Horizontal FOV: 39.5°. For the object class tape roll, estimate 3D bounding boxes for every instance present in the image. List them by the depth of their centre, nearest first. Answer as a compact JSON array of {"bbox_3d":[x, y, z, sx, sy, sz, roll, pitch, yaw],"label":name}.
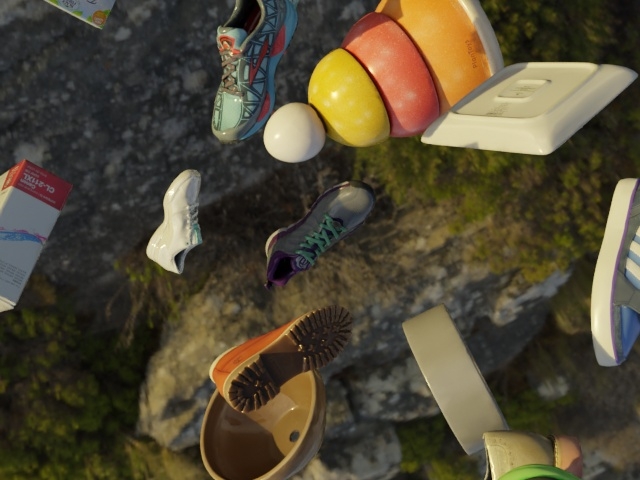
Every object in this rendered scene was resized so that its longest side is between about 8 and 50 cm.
[{"bbox_3d":[0.203,0.205,1.326,0.072,0.219,0.219,-27,144,7],"label":"tape roll"}]

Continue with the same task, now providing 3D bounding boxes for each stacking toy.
[{"bbox_3d":[0.094,-0.310,1.792,0.480,0.350,0.350,-29,146,-11],"label":"stacking toy"}]

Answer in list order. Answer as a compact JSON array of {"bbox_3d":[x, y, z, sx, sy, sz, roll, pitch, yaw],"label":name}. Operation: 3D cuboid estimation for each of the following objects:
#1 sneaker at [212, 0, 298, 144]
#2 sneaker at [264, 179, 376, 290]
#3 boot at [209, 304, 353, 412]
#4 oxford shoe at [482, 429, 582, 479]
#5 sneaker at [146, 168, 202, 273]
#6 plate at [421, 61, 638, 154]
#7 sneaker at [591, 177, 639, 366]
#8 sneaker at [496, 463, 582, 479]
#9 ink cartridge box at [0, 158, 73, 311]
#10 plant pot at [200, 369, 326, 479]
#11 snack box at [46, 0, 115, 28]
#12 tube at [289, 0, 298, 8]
[{"bbox_3d":[-0.129,-0.279,1.373,0.104,0.261,0.125,7,167,32],"label":"sneaker"},{"bbox_3d":[0.000,0.000,1.360,0.083,0.098,0.224,35,128,-23],"label":"sneaker"},{"bbox_3d":[-0.043,0.111,0.923,0.158,0.085,0.059,-30,109,-20],"label":"boot"},{"bbox_3d":[0.243,0.444,1.236,0.147,0.140,0.396,12,96,0],"label":"oxford shoe"},{"bbox_3d":[-0.261,-0.034,1.736,0.080,0.094,0.212,-16,135,-55],"label":"sneaker"},{"bbox_3d":[0.349,-0.240,1.522,0.278,0.277,0.045,-38,122,-29],"label":"plate"},{"bbox_3d":[0.555,0.048,1.356,0.236,0.322,0.130,6,159,29],"label":"sneaker"},{"bbox_3d":[0.389,0.443,0.997,0.202,0.483,0.185,-38,149,-61],"label":"sneaker"},{"bbox_3d":[-0.403,-0.002,1.143,0.072,0.175,0.127,32,154,-28],"label":"ink cartridge box"},{"bbox_3d":[-0.070,0.298,1.431,0.237,0.237,0.110,-36,130,18],"label":"plant pot"},{"bbox_3d":[-0.398,-0.419,1.439,0.141,0.037,0.100,23,96,-38],"label":"snack box"},{"bbox_3d":[-0.091,-0.388,1.682,0.052,0.080,0.207,32,144,-9],"label":"tube"}]
